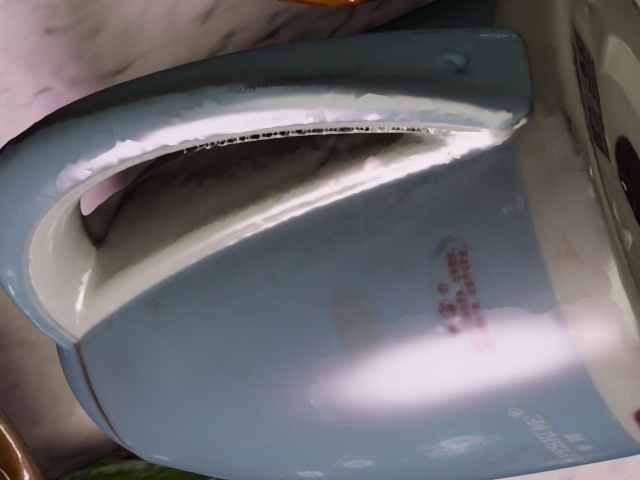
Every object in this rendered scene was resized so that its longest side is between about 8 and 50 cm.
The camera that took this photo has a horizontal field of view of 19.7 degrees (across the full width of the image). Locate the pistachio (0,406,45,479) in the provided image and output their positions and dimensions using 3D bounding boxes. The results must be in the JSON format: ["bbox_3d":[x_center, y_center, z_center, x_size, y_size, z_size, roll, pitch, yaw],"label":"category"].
[{"bbox_3d":[-0.258,0.147,1.039,0.197,0.166,0.288,-15,115,27],"label":"pistachio"}]

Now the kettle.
[{"bbox_3d":[0.000,0.000,0.931,0.342,0.247,0.319,-16,144,22],"label":"kettle"}]

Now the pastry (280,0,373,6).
[{"bbox_3d":[0.003,-0.200,0.842,0.189,0.103,0.188,-3,132,-4],"label":"pastry"}]

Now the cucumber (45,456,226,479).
[{"bbox_3d":[-0.107,0.196,1.176,0.244,0.134,0.134,1,132,-4],"label":"cucumber"}]
